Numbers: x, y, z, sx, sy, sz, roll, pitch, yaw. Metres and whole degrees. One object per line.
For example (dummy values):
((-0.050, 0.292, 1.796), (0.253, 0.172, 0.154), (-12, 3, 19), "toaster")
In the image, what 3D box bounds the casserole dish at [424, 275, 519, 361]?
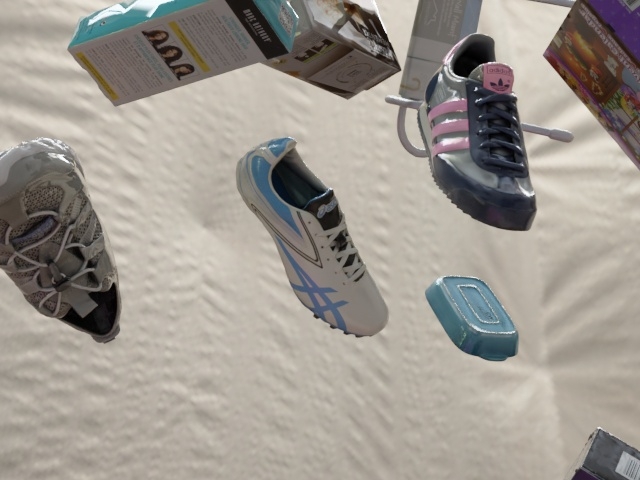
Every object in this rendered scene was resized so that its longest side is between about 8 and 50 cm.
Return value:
((0.230, 0.108, 2.127), (0.114, 0.037, 0.188), (4, -145, -25), "casserole dish")

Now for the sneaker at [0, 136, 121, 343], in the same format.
((-0.215, 0.005, 1.182), (0.115, 0.105, 0.281), (59, 180, 20), "sneaker")

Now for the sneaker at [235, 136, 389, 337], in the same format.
((0.000, 0.000, 1.477), (0.237, 0.086, 0.085), (55, -131, -9), "sneaker")

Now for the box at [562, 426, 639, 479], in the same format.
((0.362, 0.370, 1.814), (0.153, 0.207, 0.108), (29, -149, 10), "box")

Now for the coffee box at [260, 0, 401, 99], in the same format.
((-0.006, -0.295, 1.956), (0.246, 0.098, 0.141), (15, -128, -58), "coffee box")

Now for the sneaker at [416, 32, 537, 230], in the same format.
((0.190, -0.135, 1.669), (0.112, 0.131, 0.319), (11, -149, -20), "sneaker")

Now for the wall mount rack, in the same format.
((0.255, -0.283, 2.158), (0.304, 0.350, 0.130), (7, -172, -34), "wall mount rack")

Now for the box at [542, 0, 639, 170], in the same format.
((0.332, -0.103, 1.309), (0.057, 0.201, 0.293), (-38, -96, -5), "box")

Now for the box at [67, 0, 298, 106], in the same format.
((-0.155, -0.232, 1.599), (0.100, 0.244, 0.060), (53, -145, -39), "box")
